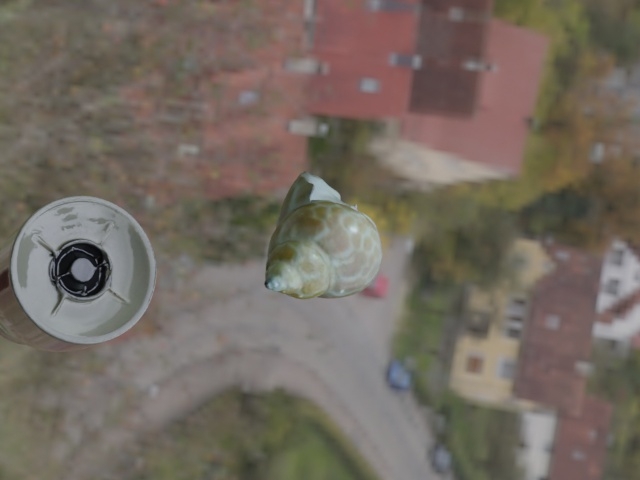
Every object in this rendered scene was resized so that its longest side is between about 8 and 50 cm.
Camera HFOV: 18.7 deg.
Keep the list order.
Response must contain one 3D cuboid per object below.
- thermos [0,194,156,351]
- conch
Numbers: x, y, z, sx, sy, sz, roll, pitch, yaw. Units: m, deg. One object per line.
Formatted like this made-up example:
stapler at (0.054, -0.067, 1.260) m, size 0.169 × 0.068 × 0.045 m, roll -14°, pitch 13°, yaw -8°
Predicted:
thermos at (-0.287, 0.047, 1.984) m, size 0.265 × 0.176 × 0.146 m, roll 158°, pitch -62°, yaw -65°
conch at (0.003, 0.004, 1.882) m, size 0.116 × 0.106 × 0.173 m, roll 50°, pitch 11°, yaw -32°
